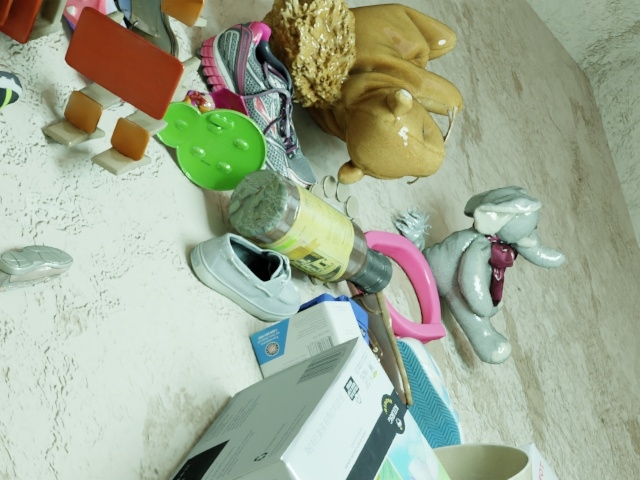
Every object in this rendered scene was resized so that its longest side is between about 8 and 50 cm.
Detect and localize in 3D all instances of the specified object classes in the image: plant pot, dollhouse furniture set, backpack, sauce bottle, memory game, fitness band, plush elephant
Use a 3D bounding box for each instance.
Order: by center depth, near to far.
[{"bbox_3d":[-0.283,-0.243,1.537,0.259,0.262,0.135,31,25,12],"label":"dollhouse furniture set"},{"bbox_3d":[0.198,0.458,1.786,0.256,0.256,0.274,-23,102,-65],"label":"plant pot"},{"bbox_3d":[0.018,0.148,1.876,0.098,0.101,0.120,37,38,-31],"label":"backpack"},{"bbox_3d":[0.000,0.000,1.909,0.344,0.111,0.111,31,40,-50],"label":"sauce bottle"},{"bbox_3d":[0.015,-0.013,2.041,0.186,0.012,0.186,-2,93,-56],"label":"memory game"},{"bbox_3d":[0.138,0.083,2.218,0.291,0.054,0.209,9,57,-61],"label":"fitness band"},{"bbox_3d":[0.334,0.015,2.394,0.330,0.255,0.272,54,15,-9],"label":"plush elephant"}]

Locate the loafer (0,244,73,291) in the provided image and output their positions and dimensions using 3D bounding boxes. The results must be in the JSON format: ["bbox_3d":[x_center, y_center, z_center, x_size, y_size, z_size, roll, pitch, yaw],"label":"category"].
[{"bbox_3d":[-0.327,0.032,1.413,0.045,0.039,0.125,34,16,17],"label":"loafer"}]

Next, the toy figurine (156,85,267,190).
[{"bbox_3d":[-0.165,-0.176,1.860,0.173,0.130,0.159,29,24,-20],"label":"toy figurine"}]

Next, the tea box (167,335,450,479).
[{"bbox_3d":[0.003,0.348,1.509,0.323,0.220,0.329,59,25,-10],"label":"tea box"}]

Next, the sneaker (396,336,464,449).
[{"bbox_3d":[0.183,0.265,2.090,0.092,0.087,0.228,-12,78,-66],"label":"sneaker"}]

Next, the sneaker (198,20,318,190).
[{"bbox_3d":[-0.082,-0.202,2.001,0.299,0.112,0.121,63,24,-9],"label":"sneaker"}]

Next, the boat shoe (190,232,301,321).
[{"bbox_3d":[-0.085,0.051,1.790,0.227,0.081,0.079,31,40,-48],"label":"boat shoe"}]

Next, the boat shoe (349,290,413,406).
[{"bbox_3d":[0.093,0.178,2.026,0.073,0.073,0.207,82,-8,-61],"label":"boat shoe"}]

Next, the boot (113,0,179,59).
[{"bbox_3d":[-0.268,-0.298,1.825,0.106,0.082,0.219,9,64,-30],"label":"boot"}]

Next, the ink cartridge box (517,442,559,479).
[{"bbox_3d":[0.377,0.536,2.144,0.306,0.131,0.226,53,27,-17],"label":"ink cartridge box"}]

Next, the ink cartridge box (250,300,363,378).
[{"bbox_3d":[0.008,0.214,1.749,0.078,0.134,0.231,7,60,-61],"label":"ink cartridge box"}]

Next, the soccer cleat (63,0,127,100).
[{"bbox_3d":[-0.306,-0.301,1.738,0.095,0.083,0.248,83,-18,-75],"label":"soccer cleat"}]

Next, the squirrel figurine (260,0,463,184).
[{"bbox_3d":[0.051,-0.251,2.118,0.397,0.281,0.370,31,27,-21],"label":"squirrel figurine"}]

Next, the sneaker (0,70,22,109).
[{"bbox_3d":[-0.413,-0.132,1.382,0.235,0.084,0.097,-26,113,-64],"label":"sneaker"}]
